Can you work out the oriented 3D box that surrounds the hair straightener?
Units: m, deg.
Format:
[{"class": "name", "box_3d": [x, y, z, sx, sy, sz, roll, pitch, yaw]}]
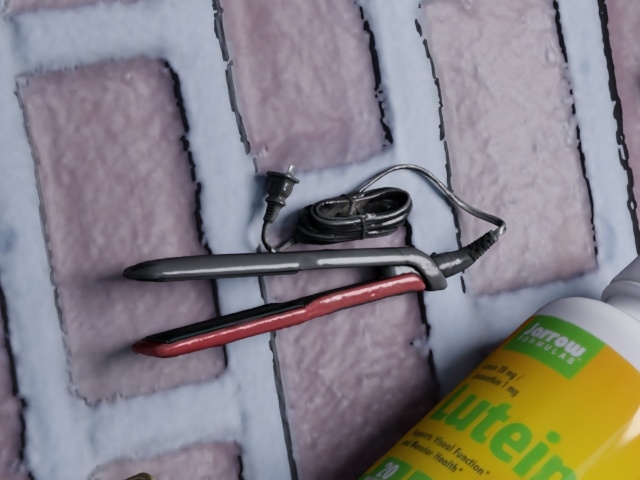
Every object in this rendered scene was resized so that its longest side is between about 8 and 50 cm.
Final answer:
[{"class": "hair straightener", "box_3d": [0.000, 0.000, 0.922, 0.230, 0.047, 0.089, -11, 95, -22]}]

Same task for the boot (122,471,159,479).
[{"class": "boot", "box_3d": [-0.190, 0.124, 0.829, 0.213, 0.077, 0.165, -25, 98, -18]}]

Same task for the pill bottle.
[{"class": "pill bottle", "box_3d": [0.136, 0.118, 0.931, 0.246, 0.136, 0.136, -41, 105, -17]}]
